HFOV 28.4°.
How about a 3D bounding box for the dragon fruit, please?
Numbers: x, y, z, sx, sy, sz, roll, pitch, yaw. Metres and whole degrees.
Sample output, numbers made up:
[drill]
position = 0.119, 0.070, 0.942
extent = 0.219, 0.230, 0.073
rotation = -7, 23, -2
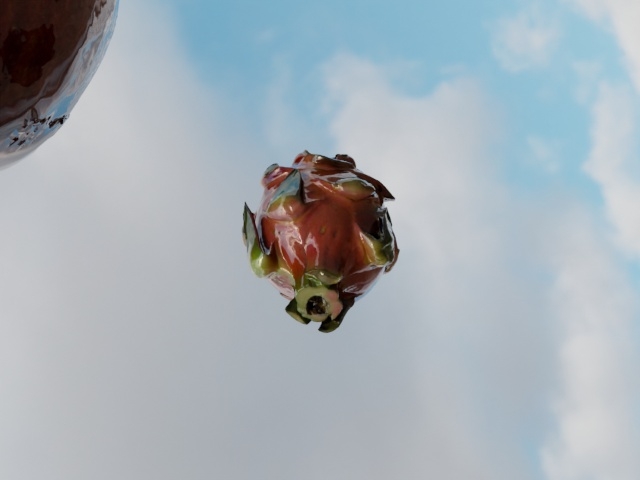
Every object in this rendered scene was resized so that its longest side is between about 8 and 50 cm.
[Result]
[dragon fruit]
position = 0.002, 0.001, 0.675
extent = 0.116, 0.086, 0.081
rotation = -109, 20, -54

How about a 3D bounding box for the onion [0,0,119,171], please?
[onion]
position = -0.250, -0.126, 0.694
extent = 0.276, 0.276, 0.276
rotation = 29, -128, -44
